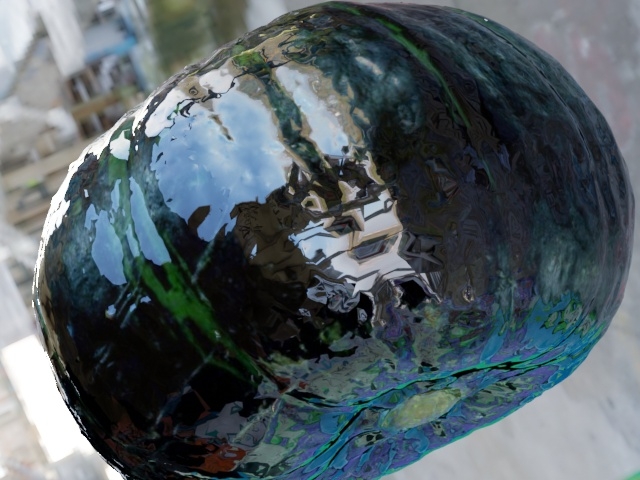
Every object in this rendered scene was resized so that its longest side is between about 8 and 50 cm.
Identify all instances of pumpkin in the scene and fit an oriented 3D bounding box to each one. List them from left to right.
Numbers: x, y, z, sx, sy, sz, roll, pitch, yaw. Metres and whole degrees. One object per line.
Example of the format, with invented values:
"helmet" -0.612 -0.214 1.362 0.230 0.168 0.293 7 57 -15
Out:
"pumpkin" 0.000 0.000 0.771 0.238 0.315 0.315 62 164 16
